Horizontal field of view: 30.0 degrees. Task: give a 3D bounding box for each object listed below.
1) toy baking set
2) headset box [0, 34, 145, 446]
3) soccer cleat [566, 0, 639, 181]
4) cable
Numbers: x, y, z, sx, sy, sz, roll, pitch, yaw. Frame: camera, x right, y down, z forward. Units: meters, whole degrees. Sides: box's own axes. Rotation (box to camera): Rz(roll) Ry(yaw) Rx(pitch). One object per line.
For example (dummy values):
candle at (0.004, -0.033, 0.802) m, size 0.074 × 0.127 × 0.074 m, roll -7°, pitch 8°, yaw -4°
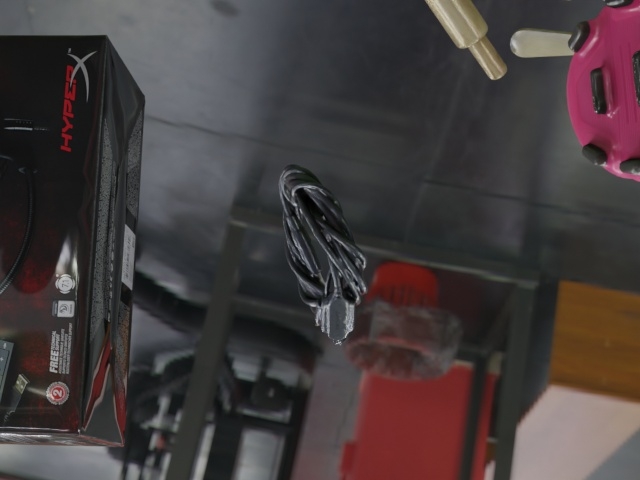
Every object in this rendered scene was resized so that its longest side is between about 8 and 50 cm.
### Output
toy baking set at (0.173, -0.210, 0.911) m, size 0.196 × 0.030 × 0.256 m, roll -23°, pitch 116°, yaw 26°
headset box at (-0.257, 0.003, 0.670) m, size 0.293 × 0.218 × 0.110 m, roll 1°, pitch 167°, yaw 4°
soccer cleat at (0.245, -0.098, 0.556) m, size 0.143 × 0.116 × 0.331 m, roll -6°, pitch 173°, yaw -21°
cable at (0.000, 0.000, 1.105) m, size 0.047 × 0.151 × 0.184 m, roll -16°, pitch 143°, yaw -10°
